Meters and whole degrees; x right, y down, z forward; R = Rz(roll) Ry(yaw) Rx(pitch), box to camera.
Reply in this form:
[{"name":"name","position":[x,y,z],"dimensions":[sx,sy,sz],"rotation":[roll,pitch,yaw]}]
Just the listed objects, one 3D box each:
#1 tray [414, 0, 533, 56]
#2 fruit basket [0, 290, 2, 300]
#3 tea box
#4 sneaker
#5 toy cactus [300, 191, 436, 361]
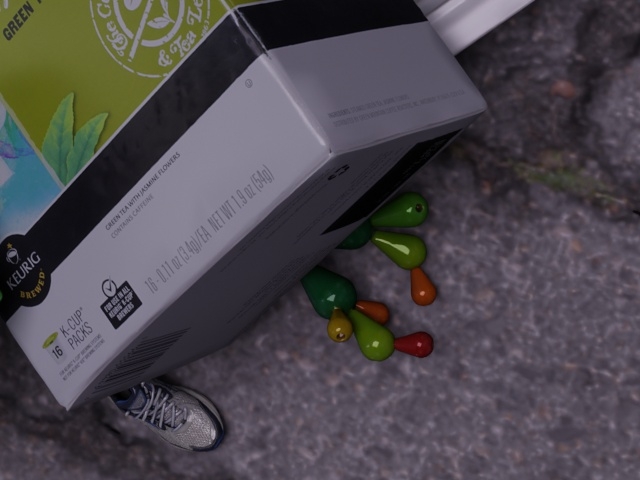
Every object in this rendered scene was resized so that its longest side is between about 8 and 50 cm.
[{"name":"tray","position":[0.086,-0.196,1.360],"dimensions":[0.270,0.030,0.145],"rotation":[-34,38,12]},{"name":"fruit basket","position":[-0.432,-0.019,1.276],"dimensions":[0.392,0.392,0.283],"rotation":[36,70,13]},{"name":"tea box","position":[-0.121,-0.112,1.269],"dimensions":[0.329,0.220,0.323],"rotation":[-43,76,33]},{"name":"sneaker","position":[-0.144,0.137,1.447],"dimensions":[0.135,0.058,0.052],"rotation":[31,97,13]},{"name":"toy cactus","position":[0.000,0.000,1.392],"dimensions":[0.181,0.112,0.219],"rotation":[-13,93,19]}]
